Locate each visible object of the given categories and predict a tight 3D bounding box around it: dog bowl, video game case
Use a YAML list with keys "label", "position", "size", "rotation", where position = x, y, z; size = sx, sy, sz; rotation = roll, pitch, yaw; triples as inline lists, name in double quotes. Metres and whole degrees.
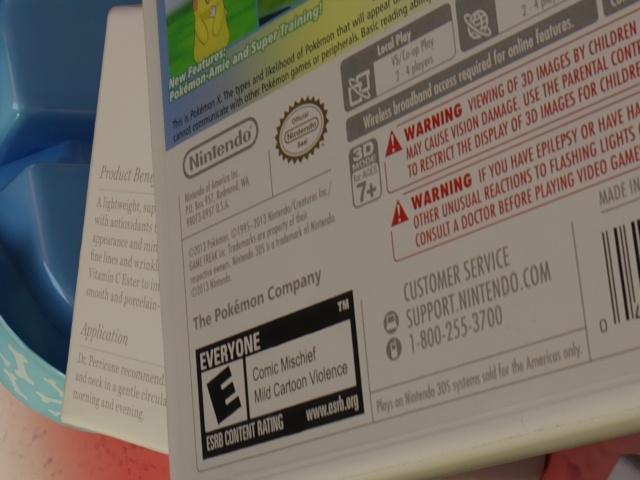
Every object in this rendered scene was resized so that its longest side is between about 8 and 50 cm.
- label: "dog bowl"
  position: [-0.116, -0.035, 0.834]
  size: [0.074, 0.166, 0.297]
  rotation: [-53, 45, 49]
- label: "video game case"
  position: [0.050, -0.087, 0.478]
  size: [0.329, 0.036, 0.300]
  rotation: [-23, 66, 48]

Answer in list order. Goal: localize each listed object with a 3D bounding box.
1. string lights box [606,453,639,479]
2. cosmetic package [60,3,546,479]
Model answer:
- label: "string lights box"
  position: [0.165, 0.195, 0.489]
  size: [0.259, 0.077, 0.133]
  rotation: [46, 118, 46]
- label: "cosmetic package"
  position: [0.000, 0.000, 0.676]
  size: [0.151, 0.151, 0.183]
  rotation: [8, 90, 52]
